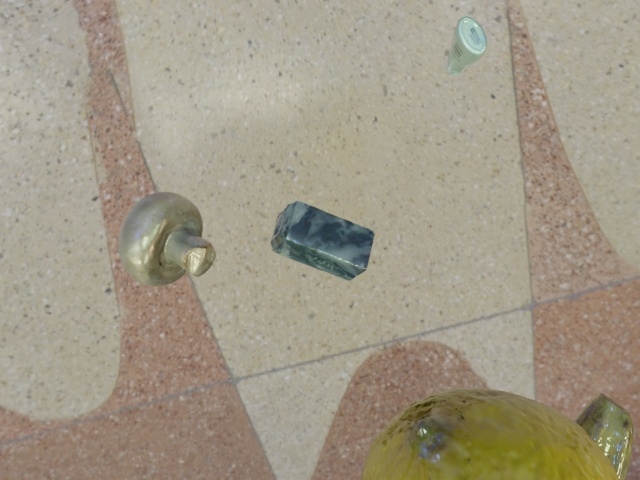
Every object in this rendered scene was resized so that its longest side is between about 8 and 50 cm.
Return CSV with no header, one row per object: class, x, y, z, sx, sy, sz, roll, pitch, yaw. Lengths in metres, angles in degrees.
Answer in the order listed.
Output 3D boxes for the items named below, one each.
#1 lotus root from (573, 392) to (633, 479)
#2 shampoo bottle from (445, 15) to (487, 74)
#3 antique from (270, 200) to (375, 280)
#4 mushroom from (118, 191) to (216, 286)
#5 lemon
lotus root,0.458,0.390,1.015,0.110,0.097,0.259,24,80,14
shampoo bottle,0.252,-0.336,1.062,0.041,0.190,0.069,-33,90,4
antique,0.000,0.000,1.146,0.182,0.086,0.088,21,155,-14
mushroom,-0.305,0.005,1.235,0.204,0.204,0.204,-3,122,-5
lemon,0.162,0.256,0.549,0.253,0.228,0.229,22,117,-10
